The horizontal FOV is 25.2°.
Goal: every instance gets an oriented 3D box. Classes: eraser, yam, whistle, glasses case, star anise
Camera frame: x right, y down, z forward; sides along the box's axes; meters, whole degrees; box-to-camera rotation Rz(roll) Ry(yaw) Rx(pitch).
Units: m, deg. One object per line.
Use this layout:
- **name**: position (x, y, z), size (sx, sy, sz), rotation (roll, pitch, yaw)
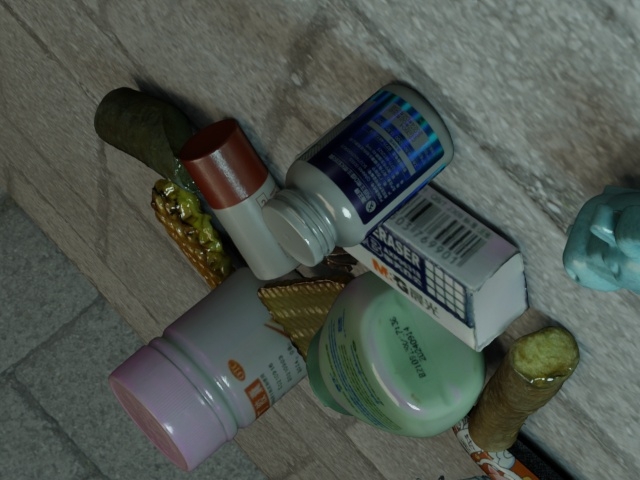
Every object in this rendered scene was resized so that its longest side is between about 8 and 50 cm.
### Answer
- **eraser**: position (0.098, -0.008, 1.598), size (0.287, 0.086, 0.130), rotation (38, 159, 31)
- **yam**: position (0.231, 0.184, 1.698), size (0.081, 0.081, 0.357), rotation (44, 162, 13)
- **whistle**: position (0.293, 0.007, 1.153), size (0.186, 0.093, 0.274), rotation (28, 172, -30)
- **glasses case**: position (0.276, 0.314, 1.884), size (0.266, 0.067, 0.103), rotation (40, 167, 26)
- **yam**: position (-0.237, -0.151, 2.085), size (0.259, 0.106, 0.106), rotation (28, 154, 48)
- **star anise**: position (0.009, 0.007, 1.906), size (0.124, 0.056, 0.129), rotation (3, 146, 41)

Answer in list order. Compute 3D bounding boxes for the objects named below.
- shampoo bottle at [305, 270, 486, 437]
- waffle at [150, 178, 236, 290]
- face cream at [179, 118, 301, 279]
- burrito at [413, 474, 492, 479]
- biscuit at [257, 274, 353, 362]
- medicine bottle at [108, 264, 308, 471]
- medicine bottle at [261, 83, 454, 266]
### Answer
- **shampoo bottle**: position (0.082, 0.153, 1.864), size (0.222, 0.151, 0.349), rotation (62, 161, 1)
- **waffle**: position (-0.200, 0.005, 2.386), size (0.238, 0.058, 0.243), rotation (50, 166, 18)
- **face cream**: position (-0.101, -0.055, 1.968), size (0.096, 0.096, 0.214), rotation (20, 147, 57)
- **burrito**: position (0.296, 0.441, 1.957), size (0.445, 0.101, 0.139), rotation (38, -169, -11)
- **biscuit**: position (0.031, 0.147, 2.095), size (0.172, 0.029, 0.254), rotation (-7, 127, 40)
- **medicine bottle**: position (-0.148, 0.188, 2.222), size (0.202, 0.316, 0.202), rotation (44, 161, 19)
- **medicine bottle**: position (0.036, -0.064, 1.448), size (0.107, 0.191, 0.107), rotation (43, 162, 18)
